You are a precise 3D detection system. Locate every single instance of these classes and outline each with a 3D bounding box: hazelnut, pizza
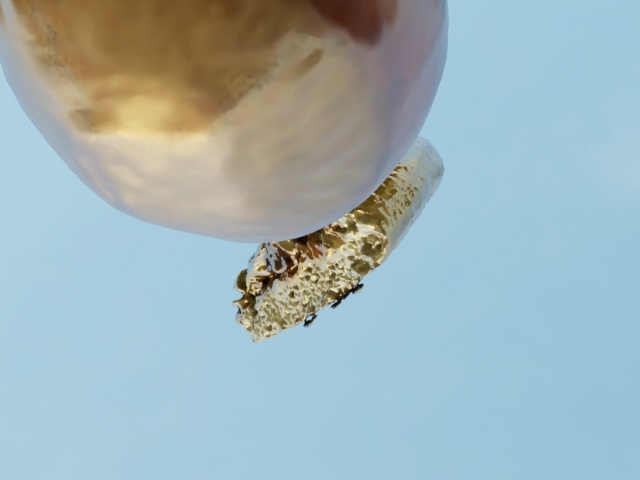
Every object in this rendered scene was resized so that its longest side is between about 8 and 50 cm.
[{"bbox_3d":[-0.036,-0.104,0.704,0.176,0.214,0.214,3,-107,30],"label":"hazelnut"},{"bbox_3d":[-0.001,0.000,1.168,0.194,0.154,0.069,-38,-80,30],"label":"pizza"}]
